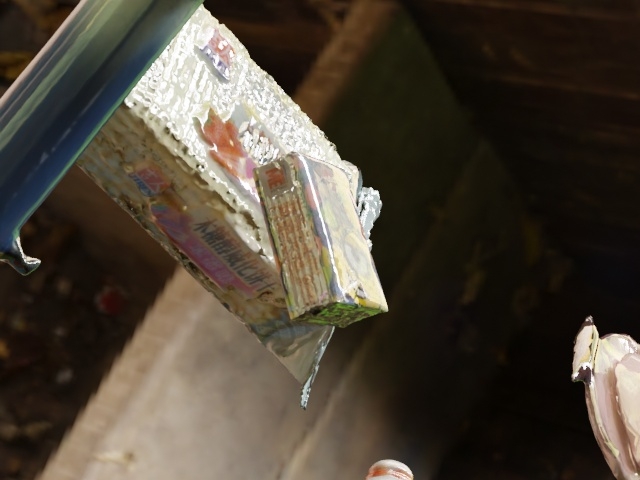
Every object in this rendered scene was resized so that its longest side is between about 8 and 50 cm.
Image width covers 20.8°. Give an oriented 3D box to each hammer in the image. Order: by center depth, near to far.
[{"bbox_3d":[-0.061,-0.060,0.524,0.069,0.116,0.194,39,87,-11],"label":"hammer"}]

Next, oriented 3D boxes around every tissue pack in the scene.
[{"bbox_3d":[0.000,0.000,0.892,0.063,0.035,0.083,12,60,-62],"label":"tissue pack"}]

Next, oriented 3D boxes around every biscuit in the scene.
[{"bbox_3d":[-0.067,-0.056,1.126,0.309,0.079,0.186,48,42,-30],"label":"biscuit"}]

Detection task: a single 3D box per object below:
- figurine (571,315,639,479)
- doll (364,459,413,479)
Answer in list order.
[{"bbox_3d":[0.296,0.086,0.650,0.253,0.361,0.211,-77,146,-56],"label":"figurine"},{"bbox_3d":[0.037,0.212,1.092,0.245,0.076,0.142,91,7,-62],"label":"doll"}]
